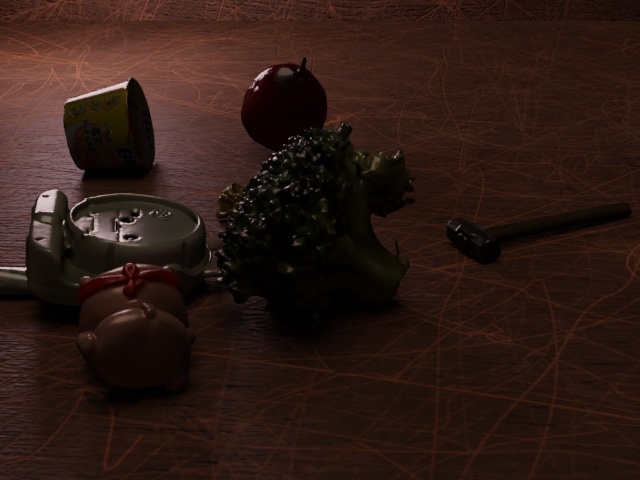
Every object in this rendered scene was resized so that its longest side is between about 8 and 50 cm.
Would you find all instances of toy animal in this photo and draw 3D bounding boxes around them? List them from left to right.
[{"bbox_3d":[-0.259,0.114,1.409,0.171,0.171,0.197,-7,32,-11],"label":"toy animal"}]

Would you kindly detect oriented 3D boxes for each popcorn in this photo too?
[{"bbox_3d":[-0.162,-0.070,1.930,0.083,0.068,0.059,-43,-2,-25],"label":"popcorn"}]

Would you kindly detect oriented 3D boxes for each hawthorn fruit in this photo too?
[{"bbox_3d":[-0.068,-0.301,2.222,0.189,0.251,0.189,17,49,-21],"label":"hawthorn fruit"}]

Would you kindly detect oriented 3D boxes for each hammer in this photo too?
[{"bbox_3d":[0.406,-0.030,1.820,0.365,0.043,0.111,-11,25,-24],"label":"hammer"}]

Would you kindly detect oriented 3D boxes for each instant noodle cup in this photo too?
[{"bbox_3d":[-0.454,-0.242,2.183,0.153,0.205,0.205,-7,24,3],"label":"instant noodle cup"}]

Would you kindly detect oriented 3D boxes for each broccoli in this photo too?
[{"bbox_3d":[-0.005,0.008,1.564,0.281,0.348,0.293,29,68,-4],"label":"broccoli"}]

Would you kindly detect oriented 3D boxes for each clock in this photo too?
[{"bbox_3d":[-0.309,0.008,1.661,0.324,0.108,0.265,2,23,-14],"label":"clock"}]

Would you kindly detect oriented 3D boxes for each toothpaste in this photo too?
[{"bbox_3d":[-0.502,0.067,1.658,0.314,0.056,0.058,1,65,-3],"label":"toothpaste"}]
